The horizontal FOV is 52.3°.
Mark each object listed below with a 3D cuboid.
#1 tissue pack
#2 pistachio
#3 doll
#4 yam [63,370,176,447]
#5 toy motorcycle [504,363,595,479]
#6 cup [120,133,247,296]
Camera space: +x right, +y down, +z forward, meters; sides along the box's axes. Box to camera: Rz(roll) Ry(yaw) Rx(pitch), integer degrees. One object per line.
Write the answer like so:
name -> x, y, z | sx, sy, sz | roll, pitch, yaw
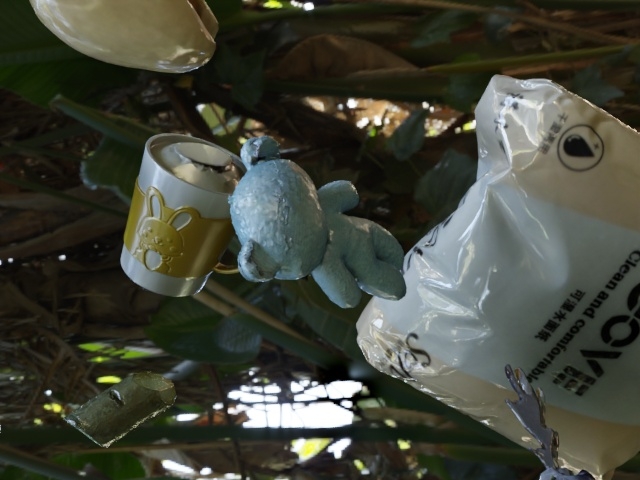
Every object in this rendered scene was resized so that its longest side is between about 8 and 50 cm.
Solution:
tissue pack -> 0.263, 0.057, 0.691 | 0.375, 0.390, 0.195 | -61, 8, 32
pistachio -> -0.335, -0.396, 1.132 | 0.214, 0.318, 0.193 | -54, 24, 39
doll -> -0.004, 0.001, 0.516 | 0.180, 0.075, 0.120 | 32, -136, -45
yam -> -0.262, 0.222, 0.875 | 0.147, 0.070, 0.069 | -30, -64, -34
toy motorcycle -> 0.136, 0.256, 0.373 | 0.400, 0.207, 0.134 | -89, -1, -55
cup -> -0.193, -0.026, 1.040 | 0.226, 0.241, 0.185 | -62, -5, 25
